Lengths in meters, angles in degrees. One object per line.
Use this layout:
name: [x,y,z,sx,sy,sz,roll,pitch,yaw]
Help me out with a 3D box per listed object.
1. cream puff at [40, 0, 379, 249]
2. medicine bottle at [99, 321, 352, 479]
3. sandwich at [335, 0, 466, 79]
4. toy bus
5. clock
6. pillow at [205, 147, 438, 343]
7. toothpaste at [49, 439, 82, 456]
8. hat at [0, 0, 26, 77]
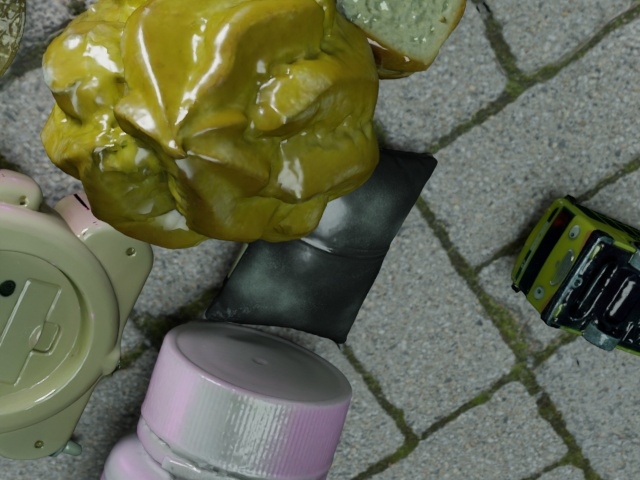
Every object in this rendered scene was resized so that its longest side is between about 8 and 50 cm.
cream puff: [-0.120,-0.102,1.072,0.324,0.257,0.291,11,127,28]
medicine bottle: [-0.111,0.275,1.331,0.256,0.256,0.325,11,105,-21]
sandwich: [0.019,-0.301,1.112,0.288,0.099,0.254,26,81,-26]
toy bus: [0.351,0.053,1.413,0.262,0.150,0.128,20,109,-30]
clock: [-0.342,0.065,1.198,0.309,0.114,0.284,19,105,-36]
pillow: [0.000,0.000,1.308,0.186,0.106,0.250,11,115,-29]
toothpaste: [-0.347,0.194,1.347,0.197,0.035,0.057,30,96,-25]
hat: [-0.345,-0.206,1.130,0.146,0.067,0.146,-42,144,-40]
